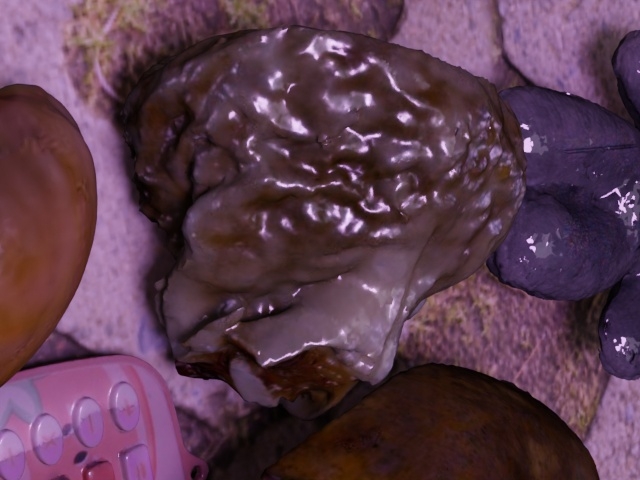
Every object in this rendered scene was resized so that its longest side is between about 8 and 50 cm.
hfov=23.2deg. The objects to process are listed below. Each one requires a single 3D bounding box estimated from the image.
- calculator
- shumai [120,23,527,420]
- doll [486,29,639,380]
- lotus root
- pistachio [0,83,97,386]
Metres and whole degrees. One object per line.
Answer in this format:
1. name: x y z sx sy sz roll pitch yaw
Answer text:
1. calculator: -0.200 0.189 0.895 0.330 0.048 0.220 -19 107 -36
2. shumai: 0.000 -0.002 0.924 0.256 0.189 0.218 17 85 -32
3. doll: 0.257 -0.021 1.105 0.340 0.158 0.245 12 81 -48
4. lotus root: 0.055 0.206 0.951 0.267 0.149 0.260 -62 151 -1
5. pistachio: -0.196 0.013 0.815 0.165 0.130 0.210 44 65 -52
